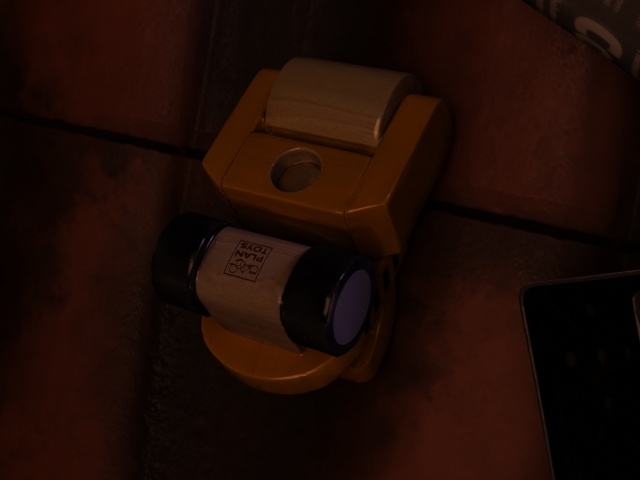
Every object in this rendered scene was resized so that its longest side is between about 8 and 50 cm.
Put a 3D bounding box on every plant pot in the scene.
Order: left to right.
[{"bbox_3d":[0.305,0.106,0.876,0.188,0.167,0.187,-10,90,39],"label":"plant pot"}]

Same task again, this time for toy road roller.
[{"bbox_3d":[0.000,0.000,1.046,0.202,0.240,0.329,14,64,26],"label":"toy road roller"}]

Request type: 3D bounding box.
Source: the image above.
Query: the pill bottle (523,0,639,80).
[{"bbox_3d":[0.324,-0.210,0.825,0.361,0.204,0.204,40,111,19],"label":"pill bottle"}]
